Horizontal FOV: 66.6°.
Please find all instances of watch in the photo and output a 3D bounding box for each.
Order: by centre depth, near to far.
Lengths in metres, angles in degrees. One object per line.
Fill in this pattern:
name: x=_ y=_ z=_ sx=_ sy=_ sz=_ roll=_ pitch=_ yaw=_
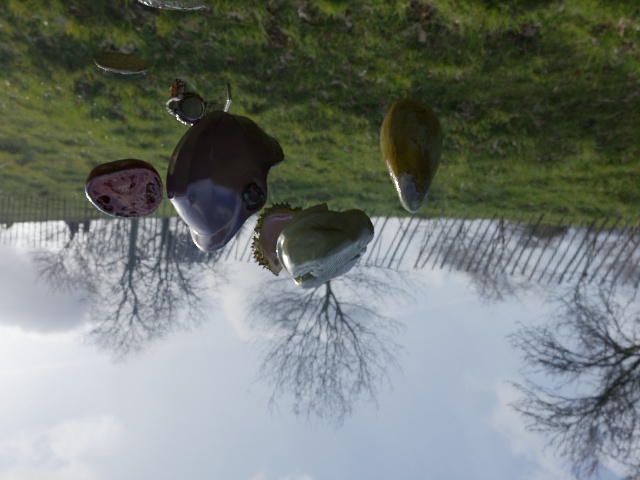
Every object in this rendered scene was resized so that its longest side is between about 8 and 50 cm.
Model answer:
watch: x=-0.349 y=-0.403 z=1.393 sx=0.165 sy=0.102 sz=0.268 roll=8 pitch=176 yaw=-20

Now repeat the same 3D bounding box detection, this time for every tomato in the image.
tomato: x=-0.466 y=-0.130 z=1.161 sx=0.167 sy=0.174 sz=0.082 roll=-16 pitch=-121 yaw=-20

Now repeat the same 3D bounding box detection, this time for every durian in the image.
durian: x=-0.193 y=-0.039 z=1.925 sx=0.186 sy=0.305 sz=0.195 roll=25 pitch=172 yaw=25

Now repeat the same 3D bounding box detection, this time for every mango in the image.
mango: x=0.213 y=-0.207 z=1.154 sx=0.146 sy=0.316 sz=0.192 roll=-6 pitch=142 yaw=24

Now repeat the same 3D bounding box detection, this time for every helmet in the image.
helmet: x=-0.254 y=-0.164 z=1.160 sx=0.271 sy=0.338 sz=0.197 roll=8 pitch=153 yaw=46

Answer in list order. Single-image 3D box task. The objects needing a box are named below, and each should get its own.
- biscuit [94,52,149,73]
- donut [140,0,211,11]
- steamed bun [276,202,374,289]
biscuit: x=-0.462 y=-0.414 z=1.136 sx=0.120 sy=0.015 sz=0.120 roll=10 pitch=-145 yaw=-7
donut: x=-0.340 y=-0.579 z=1.129 sx=0.175 sy=0.068 sz=0.174 roll=7 pitch=-149 yaw=-4
steamed bun: x=0.000 y=0.000 z=1.799 sx=0.368 sy=0.342 sz=0.255 roll=-25 pitch=-112 yaw=-40
